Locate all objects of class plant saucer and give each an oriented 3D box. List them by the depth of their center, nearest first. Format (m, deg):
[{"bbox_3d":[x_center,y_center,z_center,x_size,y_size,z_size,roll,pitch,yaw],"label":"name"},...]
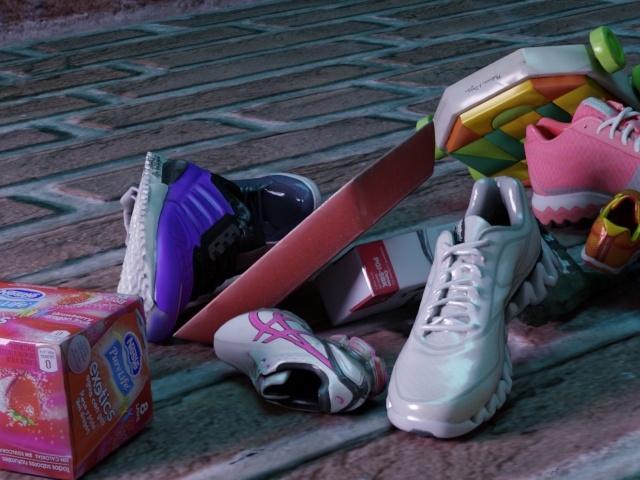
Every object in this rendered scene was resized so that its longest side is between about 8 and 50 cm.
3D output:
[{"bbox_3d":[0.000,0.000,1.598,0.258,0.048,0.259,-40,0,27],"label":"plant saucer"}]

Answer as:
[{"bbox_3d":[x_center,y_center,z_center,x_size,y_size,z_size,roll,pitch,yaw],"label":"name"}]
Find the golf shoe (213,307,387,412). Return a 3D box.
[{"bbox_3d":[-0.035,0.107,1.413,0.186,0.068,0.086,11,24,41],"label":"golf shoe"}]

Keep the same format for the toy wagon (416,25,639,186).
[{"bbox_3d":[0.296,-0.144,1.994,0.267,0.068,0.344,-26,-30,28],"label":"toy wagon"}]

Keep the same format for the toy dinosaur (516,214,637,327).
[{"bbox_3d":[0.234,0.033,1.618,0.118,0.064,0.268,30,31,32],"label":"toy dinosaur"}]

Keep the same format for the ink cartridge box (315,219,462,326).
[{"bbox_3d":[0.078,0.032,1.590,0.135,0.056,0.099,-13,-14,-29],"label":"ink cartridge box"}]

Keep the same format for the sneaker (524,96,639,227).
[{"bbox_3d":[0.336,-0.097,1.791,0.116,0.136,0.314,-26,11,-35],"label":"sneaker"}]

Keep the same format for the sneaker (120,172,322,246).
[{"bbox_3d":[-0.125,-0.030,1.837,0.226,0.086,0.163,-4,3,35],"label":"sneaker"}]

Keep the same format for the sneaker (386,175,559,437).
[{"bbox_3d":[0.125,0.054,1.393,0.110,0.118,0.292,4,38,22],"label":"sneaker"}]

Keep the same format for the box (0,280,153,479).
[{"bbox_3d":[-0.284,0.110,1.358,0.256,0.123,0.128,5,19,25],"label":"box"}]

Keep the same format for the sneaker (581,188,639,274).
[{"bbox_3d":[0.317,-0.021,1.639,0.064,0.067,0.175,26,27,8],"label":"sneaker"}]

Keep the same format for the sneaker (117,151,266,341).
[{"bbox_3d":[-0.127,0.007,1.671,0.146,0.102,0.293,14,32,-10],"label":"sneaker"}]

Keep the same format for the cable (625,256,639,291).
[{"bbox_3d":[0.389,0.041,1.568,0.150,0.047,0.184,-15,22,-31],"label":"cable"}]
